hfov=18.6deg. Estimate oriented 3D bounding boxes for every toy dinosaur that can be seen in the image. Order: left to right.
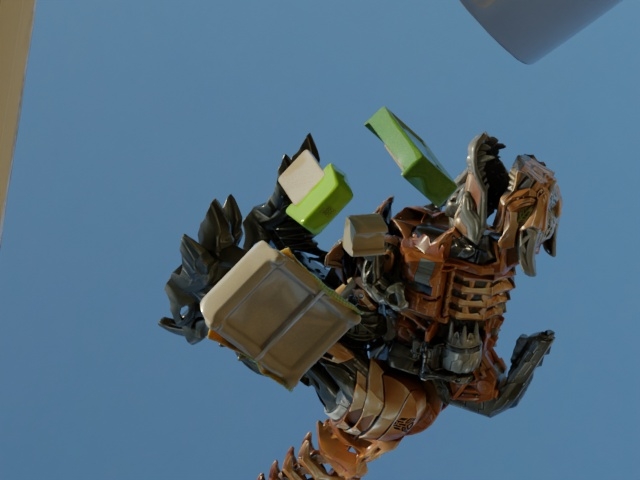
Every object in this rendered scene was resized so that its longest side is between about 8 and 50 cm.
[{"bbox_3d":[0.021,0.059,1.231,0.218,0.322,0.164,37,-169,9],"label":"toy dinosaur"}]

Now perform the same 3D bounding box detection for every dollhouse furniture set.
[{"bbox_3d":[0.000,0.000,1.057,0.076,0.151,0.058,38,-169,-34],"label":"dollhouse furniture set"}]

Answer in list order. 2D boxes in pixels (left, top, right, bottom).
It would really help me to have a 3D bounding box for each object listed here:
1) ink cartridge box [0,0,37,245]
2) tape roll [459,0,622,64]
[{"bbox_3d":[-0.144,-0.052,0.562,0.056,0.225,0.181,5,-82,-31],"label":"ink cartridge box"},{"bbox_3d":[0.050,-0.178,0.772,0.219,0.072,0.219,50,-164,-20],"label":"tape roll"}]
